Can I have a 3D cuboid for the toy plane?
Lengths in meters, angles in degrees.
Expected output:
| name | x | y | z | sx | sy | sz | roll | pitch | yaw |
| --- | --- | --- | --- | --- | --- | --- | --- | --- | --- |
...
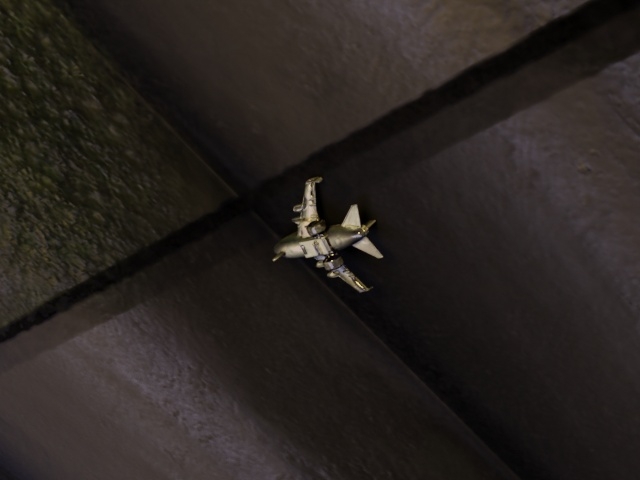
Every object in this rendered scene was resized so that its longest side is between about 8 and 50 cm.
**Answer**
| name | x | y | z | sx | sy | sz | roll | pitch | yaw |
| --- | --- | --- | --- | --- | --- | --- | --- | --- | --- |
| toy plane | 0.000 | 0.000 | 1.146 | 0.083 | 0.031 | 0.078 | -13 | 108 | 40 |
